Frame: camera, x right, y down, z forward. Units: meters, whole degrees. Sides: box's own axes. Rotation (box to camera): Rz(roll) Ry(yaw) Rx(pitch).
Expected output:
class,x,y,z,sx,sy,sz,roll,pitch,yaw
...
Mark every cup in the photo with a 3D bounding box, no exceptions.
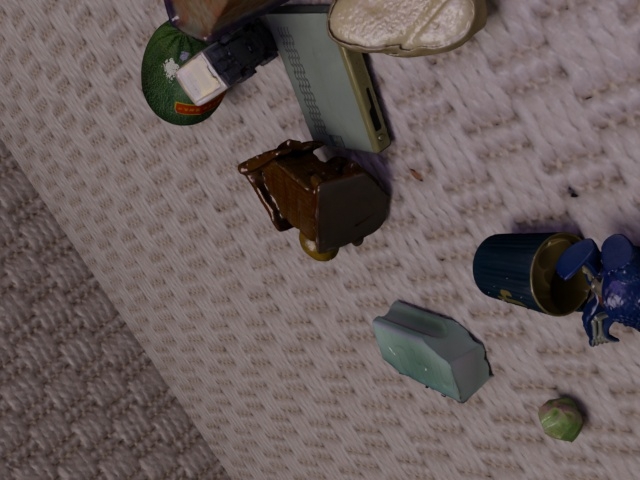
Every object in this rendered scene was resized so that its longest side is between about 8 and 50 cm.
class,x,y,z,sx,sy,sz,roll,pitch,yaw
cup,0.347,0.058,1.505,0.176,0.131,0.155,37,165,-29

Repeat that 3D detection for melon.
class,x,y,z,sx,sy,sz,roll,pitch,yaw
melon,-0.275,-0.334,1.898,0.182,0.182,0.288,48,154,7

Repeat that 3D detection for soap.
class,x,y,z,sx,sy,sz,roll,pitch,yaw
soap,0.225,0.225,1.895,0.230,0.091,0.145,18,137,48

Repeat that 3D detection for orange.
class,x,y,z,sx,sy,sz,roll,pitch,yaw
orange,0.000,0.000,1.974,0.095,0.085,0.085,55,152,4

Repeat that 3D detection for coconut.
class,x,y,z,sx,sy,sz,roll,pitch,yaw
coconut,0.439,0.325,1.707,0.083,0.081,0.082,29,-178,13

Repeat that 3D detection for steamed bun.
class,x,y,z,sx,sy,sz,roll,pitch,yaw
steamed bun,0.138,-0.347,1.336,0.212,0.110,0.231,39,121,11

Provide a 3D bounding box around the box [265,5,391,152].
class,x,y,z,sx,sy,sz,roll,pitch,yaw
box,0.014,-0.288,1.663,0.211,0.045,0.270,14,135,50

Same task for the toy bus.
class,x,y,z,sx,sy,sz,roll,pitch,yaw
toy bus,-0.158,-0.320,1.649,0.106,0.268,0.092,-28,104,27

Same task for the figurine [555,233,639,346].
class,x,y,z,sx,sy,sz,roll,pitch,yaw
figurine,0.462,0.086,1.371,0.164,0.121,0.262,19,153,45

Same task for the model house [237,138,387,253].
class,x,y,z,sx,sy,sz,roll,pitch,yaw
model house,-0.012,-0.107,1.760,0.229,0.199,0.220,39,138,27

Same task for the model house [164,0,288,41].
class,x,y,z,sx,sy,sz,roll,pitch,yaw
model house,-0.186,-0.502,1.532,0.312,0.245,0.280,54,160,-1
